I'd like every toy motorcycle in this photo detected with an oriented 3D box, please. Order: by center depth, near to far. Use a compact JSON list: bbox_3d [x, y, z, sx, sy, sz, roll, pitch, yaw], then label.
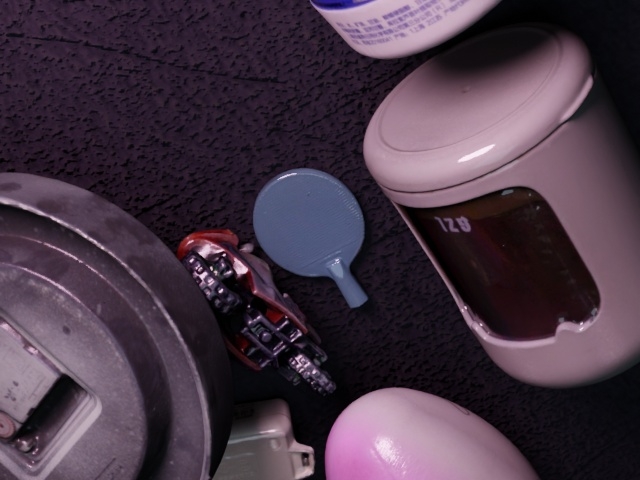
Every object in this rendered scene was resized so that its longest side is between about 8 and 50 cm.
[{"bbox_3d":[-0.065,0.065,1.585,0.082,0.122,0.213,-38,127,10],"label":"toy motorcycle"}]

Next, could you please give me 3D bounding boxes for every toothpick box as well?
[{"bbox_3d":[0.201,-0.017,1.503,0.229,0.229,0.316,-27,119,12],"label":"toothpick box"}]

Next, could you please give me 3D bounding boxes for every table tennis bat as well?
[{"bbox_3d":[0.000,0.000,1.598,0.100,0.019,0.155,-28,115,12],"label":"table tennis bat"}]

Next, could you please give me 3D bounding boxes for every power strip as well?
[{"bbox_3d":[-0.173,0.227,1.691,0.338,0.058,0.098,-9,120,1],"label":"power strip"}]

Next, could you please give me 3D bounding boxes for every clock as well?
[{"bbox_3d":[-0.257,0.122,1.541,0.386,0.076,0.386,9,116,18],"label":"clock"}]

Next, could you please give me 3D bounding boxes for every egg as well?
[{"bbox_3d":[0.114,0.256,1.653,0.196,0.196,0.271,-35,96,15],"label":"egg"}]

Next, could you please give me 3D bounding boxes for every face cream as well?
[{"bbox_3d":[0.081,-0.242,1.361,0.206,0.206,0.111,-36,120,15],"label":"face cream"}]
